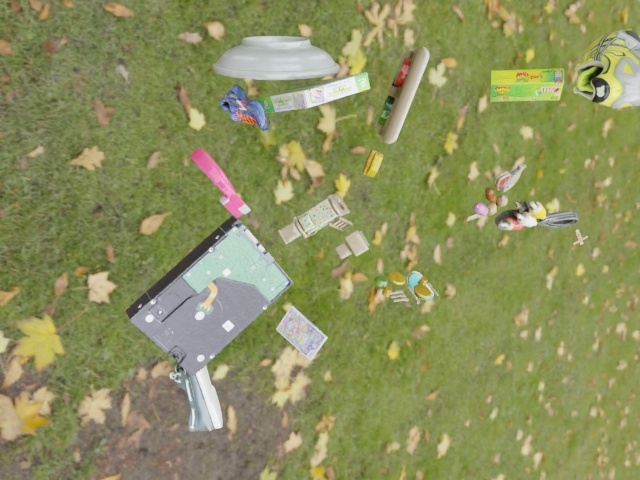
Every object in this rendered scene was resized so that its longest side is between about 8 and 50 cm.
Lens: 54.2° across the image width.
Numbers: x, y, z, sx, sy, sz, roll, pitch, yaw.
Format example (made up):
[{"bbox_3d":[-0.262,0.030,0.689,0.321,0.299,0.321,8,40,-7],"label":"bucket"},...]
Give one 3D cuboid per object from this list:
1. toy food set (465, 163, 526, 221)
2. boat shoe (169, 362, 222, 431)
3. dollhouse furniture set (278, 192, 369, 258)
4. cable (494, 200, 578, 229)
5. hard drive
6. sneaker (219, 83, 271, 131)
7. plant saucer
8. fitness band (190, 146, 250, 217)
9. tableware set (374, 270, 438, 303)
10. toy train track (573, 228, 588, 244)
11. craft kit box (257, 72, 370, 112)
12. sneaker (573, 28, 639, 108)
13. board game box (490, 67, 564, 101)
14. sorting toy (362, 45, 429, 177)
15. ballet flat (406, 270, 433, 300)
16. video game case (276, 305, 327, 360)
[{"bbox_3d":[0.290,-0.072,1.033,0.078,0.019,0.122,-16,148,-28],"label":"toy food set"},{"bbox_3d":[-0.350,0.374,1.666,0.116,0.099,0.320,-110,-176,-72],"label":"boat shoe"},{"bbox_3d":[0.000,0.000,1.538,0.161,0.182,0.101,58,17,2],"label":"dollhouse furniture set"},{"bbox_3d":[0.571,-0.044,1.645,0.287,0.139,0.072,14,52,-39],"label":"cable"},{"bbox_3d":[-0.259,0.133,1.502,0.339,0.064,0.237,-43,123,-6],"label":"hard drive"},{"bbox_3d":[-0.224,-0.380,1.870,0.087,0.221,0.083,-40,142,-9],"label":"sneaker"},{"bbox_3d":[-0.138,-0.580,1.957,0.400,0.400,0.101,-34,131,-53],"label":"plant saucer"},{"bbox_3d":[-0.309,-0.175,1.930,0.054,0.209,0.291,-36,162,-2],"label":"fitness band"},{"bbox_3d":[0.210,0.116,1.555,0.154,0.104,0.024,-5,134,-33],"label":"tableware set"},{"bbox_3d":[0.794,-0.013,1.924,0.083,0.048,0.014,47,16,-46],"label":"toy train track"},{"bbox_3d":[-0.022,-0.445,1.888,0.246,0.250,0.061,-22,108,-33],"label":"craft kit box"},{"bbox_3d":[0.641,-0.392,1.411,0.385,0.147,0.145,-74,159,-67],"label":"sneaker"},{"bbox_3d":[0.547,-0.413,1.666,0.092,0.181,0.043,54,40,-67],"label":"board game box"},{"bbox_3d":[0.155,-0.288,1.419,0.229,0.041,0.307,-94,-155,-75],"label":"sorting toy"},{"bbox_3d":[0.330,0.145,2.112,0.168,0.057,0.052,52,15,-41],"label":"ballet flat"},{"bbox_3d":[-0.049,0.235,1.586,0.011,0.122,0.087,-27,153,-58],"label":"video game case"}]
